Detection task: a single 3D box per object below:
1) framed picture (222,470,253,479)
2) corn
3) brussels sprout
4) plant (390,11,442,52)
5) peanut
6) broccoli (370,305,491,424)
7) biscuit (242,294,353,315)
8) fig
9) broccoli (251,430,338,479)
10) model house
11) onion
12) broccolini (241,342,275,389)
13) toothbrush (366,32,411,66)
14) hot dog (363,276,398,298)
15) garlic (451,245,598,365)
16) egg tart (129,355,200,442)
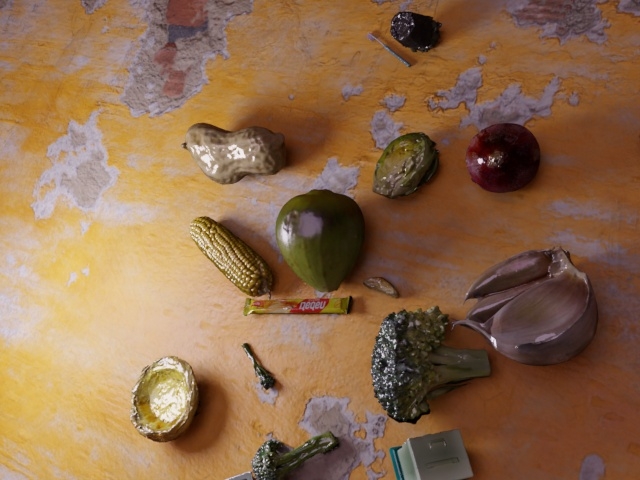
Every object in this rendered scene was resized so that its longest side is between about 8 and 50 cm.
[{"bbox_3d":[-0.215,0.691,1.674,0.217,0.017,0.274,-22,65,20],"label":"framed picture"},{"bbox_3d":[-0.224,0.037,1.841,0.310,0.101,0.101,42,95,31],"label":"corn"},{"bbox_3d":[0.197,-0.172,1.697,0.139,0.100,0.181,32,91,41],"label":"brussels sprout"},{"bbox_3d":[0.232,-0.504,1.763,0.094,0.143,0.092,2,93,35],"label":"plant"},{"bbox_3d":[-0.221,-0.223,1.906,0.291,0.143,0.159,8,111,24],"label":"peanut"},{"bbox_3d":[0.225,0.258,1.513,0.244,0.263,0.246,1,108,2],"label":"broccoli"},{"bbox_3d":[-0.058,0.159,1.761,0.292,0.026,0.048,-4,53,26],"label":"biscuit"},{"bbox_3d":[-0.005,-0.005,1.683,0.207,0.207,0.230,9,77,29],"label":"fig"},{"bbox_3d":[-0.058,0.479,1.627,0.204,0.122,0.118,-27,78,2],"label":"broccoli"},{"bbox_3d":[0.213,0.450,1.472,0.127,0.149,0.100,-4,62,-21],"label":"model house"},{"bbox_3d":[0.381,-0.174,1.544,0.160,0.195,0.159,2,95,21],"label":"onion"},{"bbox_3d":[-0.150,0.297,1.765,0.035,0.030,0.140,-36,56,3],"label":"broccolini"},{"bbox_3d":[0.171,-0.482,1.856,0.014,0.011,0.167,-50,59,11],"label":"toothbrush"},{"bbox_3d":[0.141,0.102,1.673,0.090,0.030,0.034,19,75,31],"label":"hot dog"},{"bbox_3d":[0.409,0.134,1.422,0.292,0.210,0.237,-38,71,-2],"label":"garlic"},{"bbox_3d":[-0.376,0.393,1.810,0.213,0.090,0.212,-8,71,22],"label":"egg tart"}]
